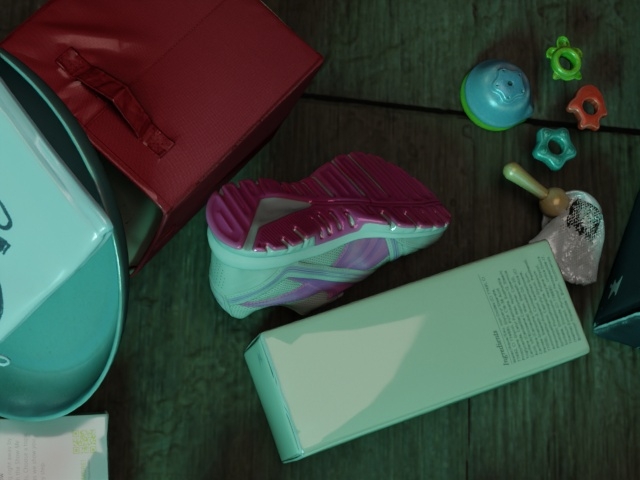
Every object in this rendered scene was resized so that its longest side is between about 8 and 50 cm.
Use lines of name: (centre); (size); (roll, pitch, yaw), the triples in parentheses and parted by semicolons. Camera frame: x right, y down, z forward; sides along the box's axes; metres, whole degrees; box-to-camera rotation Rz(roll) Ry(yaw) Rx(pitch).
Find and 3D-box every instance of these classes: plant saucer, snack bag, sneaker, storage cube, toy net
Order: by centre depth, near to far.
snack bag: (-0.338, -0.026, 0.997); (0.342, 0.037, 0.323); (-39, 83, 24)
plant saucer: (-0.256, -0.014, 1.053); (0.044, 0.317, 0.317); (-29, 84, -49)
storage cube: (-0.142, -0.116, 1.132); (0.184, 0.215, 0.193); (43, 66, 0)
sneaker: (0.000, 0.000, 1.198); (0.252, 0.111, 0.103); (-9, 49, -33)
toy net: (0.219, -0.070, 1.288); (0.122, 0.045, 0.232); (-15, 82, -17)

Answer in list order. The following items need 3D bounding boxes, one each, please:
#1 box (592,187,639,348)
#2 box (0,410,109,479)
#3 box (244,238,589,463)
box: (0.571, -0.058, 1.236); (0.472, 0.297, 0.479); (23, 73, -4)
box: (-0.324, 0.258, 1.082); (0.322, 0.058, 0.232); (0, 77, -14)
box: (0.082, 0.096, 1.190); (0.275, 0.094, 0.113); (-16, 81, -15)
